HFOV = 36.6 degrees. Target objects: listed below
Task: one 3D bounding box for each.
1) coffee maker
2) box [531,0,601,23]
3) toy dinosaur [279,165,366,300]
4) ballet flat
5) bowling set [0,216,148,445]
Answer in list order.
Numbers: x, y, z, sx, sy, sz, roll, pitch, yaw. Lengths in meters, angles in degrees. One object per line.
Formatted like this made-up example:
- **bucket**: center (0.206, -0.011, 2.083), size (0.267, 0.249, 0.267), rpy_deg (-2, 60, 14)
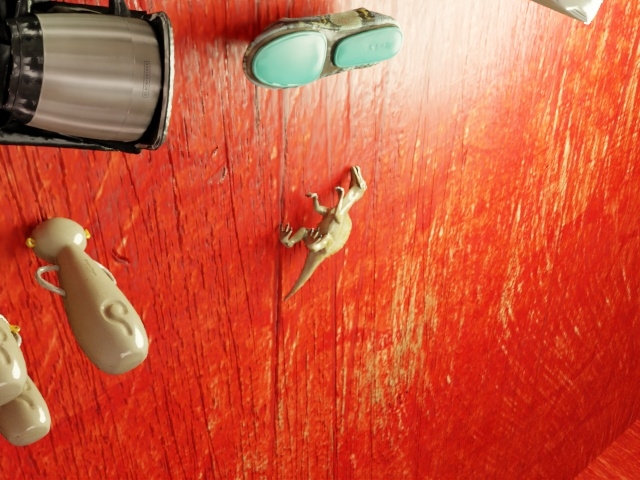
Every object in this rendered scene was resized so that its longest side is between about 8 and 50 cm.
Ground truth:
- **coffee maker**: center (-0.212, -0.107, 0.659), size (0.178, 0.120, 0.171), rpy_deg (1, 163, -32)
- **box**: center (0.105, -0.273, 0.769), size (0.113, 0.275, 0.094), rpy_deg (9, 111, -53)
- **toy dinosaur**: center (0.000, 0.000, 1.088), size (0.092, 0.053, 0.183), rpy_deg (17, 106, -56)
- **ballet flat**: center (-0.008, -0.184, 0.906), size (0.188, 0.070, 0.070), rpy_deg (-14, 130, -39)
- **bowling set**: center (-0.304, 0.099, 0.761), size (0.287, 0.154, 0.200), rpy_deg (-4, 141, -50)
